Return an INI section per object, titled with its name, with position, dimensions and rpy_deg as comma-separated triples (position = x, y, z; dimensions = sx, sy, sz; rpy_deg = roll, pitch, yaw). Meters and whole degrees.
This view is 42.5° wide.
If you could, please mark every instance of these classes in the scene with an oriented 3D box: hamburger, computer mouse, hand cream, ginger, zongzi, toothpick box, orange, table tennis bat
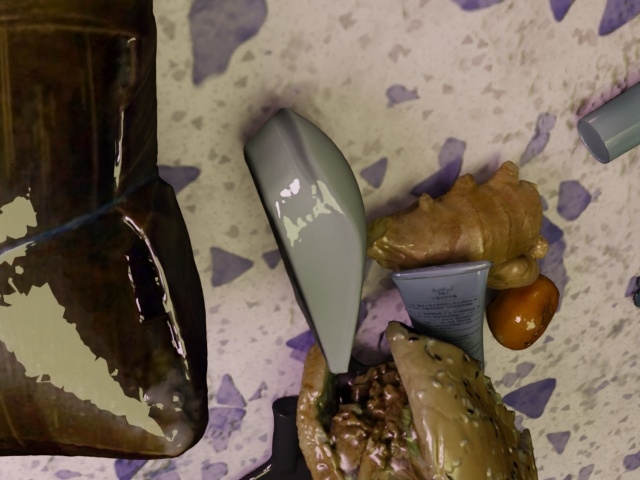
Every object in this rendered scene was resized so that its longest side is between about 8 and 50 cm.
[hamburger]
position = 0.100, 0.217, 0.793
dimensions = 0.167, 0.192, 0.288
rpy_deg = -17, 133, 26
[computer mouse]
position = 0.000, 0.000, 0.677
dimensions = 0.079, 0.128, 0.231
rpy_deg = -18, 127, -5
[hand cream]
position = 0.128, 0.089, 0.792
dimensions = 0.088, 0.055, 0.256
rpy_deg = -5, 148, 12
[ginger]
position = 0.139, -0.011, 0.760
dimensions = 0.205, 0.081, 0.115
rpy_deg = 7, 137, -31
[zongzi]
position = -0.283, -0.061, 0.500
dimensions = 0.403, 0.208, 0.433
rpy_deg = -5, 105, -9
[toothpick box]
position = 0.292, -0.114, 0.776
dimensions = 0.083, 0.052, 0.052
rpy_deg = -31, 128, -1
[orange]
position = 0.206, 0.070, 0.848
dimensions = 0.062, 0.086, 0.086
rpy_deg = 35, 105, 0
[table tennis bat]
position = -0.040, 0.264, 0.892
dimensions = 0.150, 0.027, 0.237
rpy_deg = -8, 125, -19

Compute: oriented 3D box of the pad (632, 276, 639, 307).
[pad]
position = 0.492, -0.050, 0.932
dimensions = 0.268, 0.012, 0.270
rpy_deg = -7, 123, -20
